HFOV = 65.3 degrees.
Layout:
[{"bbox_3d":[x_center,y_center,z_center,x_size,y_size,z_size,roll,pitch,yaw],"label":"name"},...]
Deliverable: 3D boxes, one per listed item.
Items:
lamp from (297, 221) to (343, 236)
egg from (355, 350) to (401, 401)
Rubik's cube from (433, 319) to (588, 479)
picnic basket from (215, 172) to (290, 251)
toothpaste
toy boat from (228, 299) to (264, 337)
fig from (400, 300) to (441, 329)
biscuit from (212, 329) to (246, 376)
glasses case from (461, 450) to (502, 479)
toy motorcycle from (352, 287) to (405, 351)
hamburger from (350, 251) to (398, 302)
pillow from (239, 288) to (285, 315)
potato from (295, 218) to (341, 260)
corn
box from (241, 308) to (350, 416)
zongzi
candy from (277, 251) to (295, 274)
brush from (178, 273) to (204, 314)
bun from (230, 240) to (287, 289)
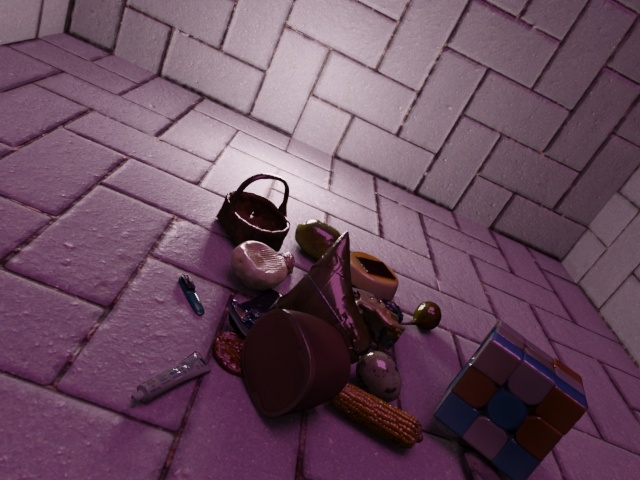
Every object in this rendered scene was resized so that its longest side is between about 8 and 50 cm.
[{"bbox_3d":[0.007,-0.038,2.445,0.250,0.101,0.101,19,28,-8],"label":"lamp"},{"bbox_3d":[0.200,0.462,1.697,0.182,0.141,0.141,53,31,7],"label":"egg"},{"bbox_3d":[0.641,0.527,1.697,0.344,0.347,0.347,37,15,17],"label":"Rubik's cube"},{"bbox_3d":[-0.262,-0.149,2.154,0.293,0.337,0.337,1,37,-42],"label":"picnic basket"},{"bbox_3d":[-0.411,0.378,1.377,0.069,0.047,0.268,18,19,25],"label":"toothpaste"},{"bbox_3d":[-0.185,0.271,1.652,0.262,0.115,0.114,24,12,-10],"label":"toy boat"},{"bbox_3d":[0.420,0.338,2.173,0.236,0.124,0.124,-8,41,-28],"label":"fig"},{"bbox_3d":[-0.251,0.355,1.588,0.187,0.027,0.188,22,26,-12],"label":"biscuit"},{"bbox_3d":[0.521,0.785,1.508,0.114,0.060,0.299,19,28,-19],"label":"glasses case"},{"bbox_3d":[0.142,0.288,1.907,0.410,0.169,0.237,13,41,-18],"label":"toy motorcycle"},{"bbox_3d":[0.192,0.180,2.159,0.302,0.170,0.302,24,22,-10],"label":"hamburger"},{"bbox_3d":[-0.187,0.237,1.825,0.141,0.055,0.208,29,25,18],"label":"pillow"},{"bbox_3d":[0.000,-0.001,2.314,0.197,0.149,0.228,-12,55,-45],"label":"potato"},{"bbox_3d":[0.172,0.547,1.559,0.317,0.115,0.115,28,26,6],"label":"corn"},{"bbox_3d":[-0.063,0.362,1.487,0.216,0.301,0.301,15,28,-44],"label":"box"},{"bbox_3d":[0.086,0.194,1.708,0.356,0.393,0.174,36,-9,31],"label":"zongzi"},{"bbox_3d":[-0.158,0.095,2.090,0.110,0.085,0.095,1,27,-24],"label":"candy"},{"bbox_3d":[-0.439,0.180,1.717,0.043,0.032,0.193,3,34,-41],"label":"brush"},{"bbox_3d":[-0.244,0.107,1.916,0.231,0.133,0.231,28,29,-17],"label":"bun"}]
